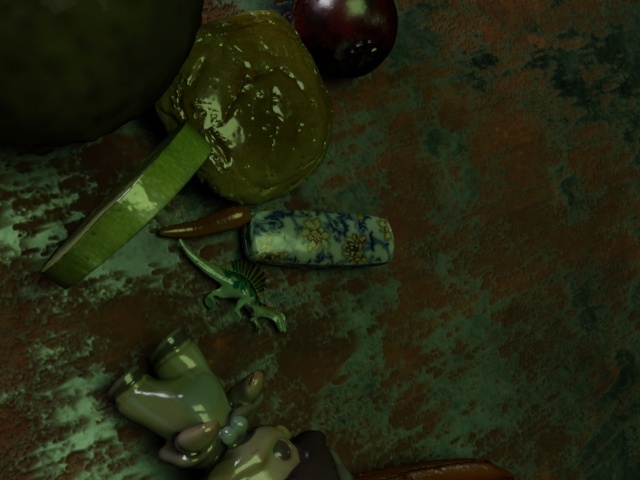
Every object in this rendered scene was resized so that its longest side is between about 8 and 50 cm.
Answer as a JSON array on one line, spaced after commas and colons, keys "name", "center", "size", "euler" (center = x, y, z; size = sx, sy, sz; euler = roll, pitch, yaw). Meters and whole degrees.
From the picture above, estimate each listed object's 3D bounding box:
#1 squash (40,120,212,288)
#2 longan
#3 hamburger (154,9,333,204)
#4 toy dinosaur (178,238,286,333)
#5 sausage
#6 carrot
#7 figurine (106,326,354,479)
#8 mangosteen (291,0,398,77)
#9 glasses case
[{"name": "squash", "center": [-0.234, -0.038, 0.996], "size": [0.049, 0.252, 0.252], "euler": [45, 58, -16]}, {"name": "longan", "center": [-0.324, -0.305, 0.952], "size": [0.390, 0.391, 0.392], "euler": [9, 73, -31]}, {"name": "hamburger", "center": [-0.100, -0.191, 1.194], "size": [0.284, 0.134, 0.266], "euler": [-34, 95, -32]}, {"name": "toy dinosaur", "center": [-0.116, 0.062, 1.180], "size": [0.187, 0.044, 0.106], "euler": [54, 42, 5]}, {"name": "sausage", "center": [0.148, 0.377, 1.233], "size": [0.330, 0.102, 0.102], "euler": [2, 77, -32]}, {"name": "carrot", "center": [-0.156, -0.023, 1.163], "size": [0.142, 0.035, 0.035], "euler": [-15, 86, -14]}, {"name": "figurine", "center": [-0.104, 0.294, 1.045], "size": [0.381, 0.203, 0.248], "euler": [50, 50, 1]}, {"name": "mangosteen", "center": [0.028, -0.353, 1.308], "size": [0.199, 0.199, 0.200], "euler": [9, 73, -31]}, {"name": "glasses case", "center": [0.000, 0.000, 1.249], "size": [0.247, 0.065, 0.087], "euler": [4, 71, -29]}]
